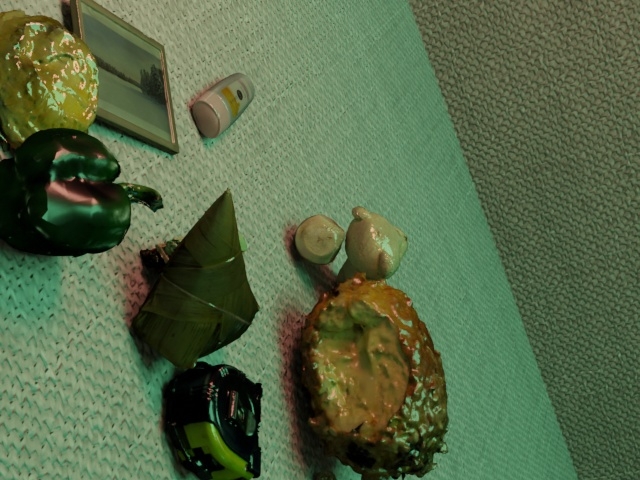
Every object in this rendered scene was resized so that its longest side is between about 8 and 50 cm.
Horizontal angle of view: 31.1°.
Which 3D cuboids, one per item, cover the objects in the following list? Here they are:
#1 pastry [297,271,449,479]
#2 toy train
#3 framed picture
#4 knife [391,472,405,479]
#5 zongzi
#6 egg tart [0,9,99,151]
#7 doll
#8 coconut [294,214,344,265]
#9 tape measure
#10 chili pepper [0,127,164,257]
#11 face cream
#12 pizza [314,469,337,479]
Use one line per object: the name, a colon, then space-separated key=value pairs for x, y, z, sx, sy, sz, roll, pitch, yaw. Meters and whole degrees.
pastry: x=0.109 y=0.285 z=2.295 sx=0.337 sy=0.292 sz=0.405 roll=44 pitch=26 yaw=-66
toy train: x=-0.213 y=0.017 z=1.968 sx=0.053 sy=0.085 sz=0.249 roll=61 pitch=21 yaw=10
framed picture: x=-0.326 y=-0.276 z=1.944 sx=0.289 sy=0.016 sz=0.213 roll=24 pitch=54 yaw=-66
knife: x=0.130 y=0.362 z=2.597 sx=0.089 sy=0.043 sz=0.365 roll=117 pitch=-38 yaw=-74
zongzi: x=-0.152 y=0.041 z=1.872 sx=0.300 sy=0.145 sz=0.274 roll=-65 pitch=165 yaw=14
egg tart: x=-0.398 y=-0.229 z=1.687 sx=0.232 sy=0.098 sz=0.252 roll=53 pitch=35 yaw=-34
doll: x=0.102 y=0.055 z=2.480 sx=0.149 sy=0.278 sz=0.175 roll=-16 pitch=64 yaw=-30
coconut: x=0.000 y=0.000 z=2.425 sx=0.124 sy=0.110 sz=0.110 roll=-26 pitch=101 yaw=-88
tape measure: x=-0.168 y=0.294 z=1.870 sx=0.186 sy=0.112 sz=0.199 roll=44 pitch=37 yaw=-48
chili pepper: x=-0.340 y=-0.055 z=1.620 sx=0.261 sy=0.165 sz=0.174 roll=3 pitch=55 yaw=-62
face cream: x=-0.185 y=-0.266 z=2.231 sx=0.084 sy=0.057 sz=0.198 roll=66 pitch=24 yaw=-18
pizza: x=0.036 y=0.571 z=2.228 sx=0.127 sy=0.058 sz=0.246 roll=35 pitch=43 yaw=-56
